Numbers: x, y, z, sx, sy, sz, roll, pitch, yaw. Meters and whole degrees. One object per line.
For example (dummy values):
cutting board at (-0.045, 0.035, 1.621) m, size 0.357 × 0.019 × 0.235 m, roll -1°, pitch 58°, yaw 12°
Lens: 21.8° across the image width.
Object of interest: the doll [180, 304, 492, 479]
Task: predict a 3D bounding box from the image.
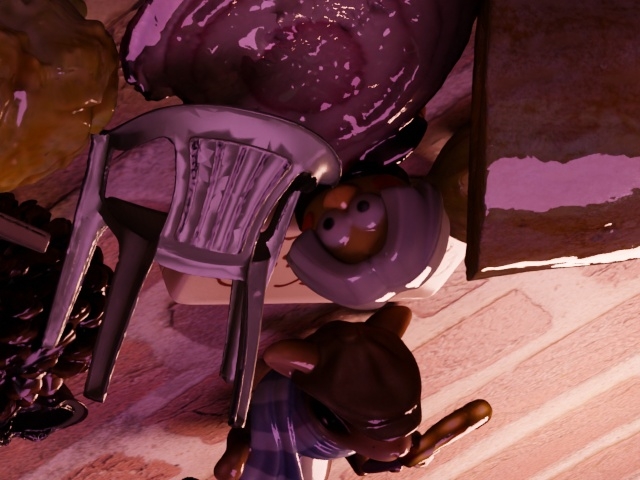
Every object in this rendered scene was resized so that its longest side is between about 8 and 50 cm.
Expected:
doll at (0.014, 0.242, 2.043) m, size 0.318 × 0.209 × 0.340 m, roll -2°, pitch 142°, yaw -33°

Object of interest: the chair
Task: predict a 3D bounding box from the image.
chair at (-0.106, 0.007, 1.421) m, size 0.203 × 0.190 × 0.274 m, roll 10°, pitch 101°, yaw -18°

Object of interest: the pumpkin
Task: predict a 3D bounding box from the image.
pumpkin at (0.227, -0.121, 1.439) m, size 0.199 × 0.332 × 0.332 m, roll 7°, pitch 146°, yaw 2°

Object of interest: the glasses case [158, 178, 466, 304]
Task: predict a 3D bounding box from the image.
glasses case at (0.000, 0.000, 1.786) m, size 0.336 × 0.076 × 0.144 m, roll 0°, pitch 144°, yaw -29°

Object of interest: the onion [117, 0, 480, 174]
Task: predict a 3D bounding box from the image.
onion at (-0.008, -0.210, 1.412) m, size 0.280 × 0.146 × 0.314 m, roll -47°, pitch 133°, yaw 14°

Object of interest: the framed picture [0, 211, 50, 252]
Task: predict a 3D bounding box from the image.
framed picture at (-0.410, -0.071, 1.333) m, size 0.335 × 0.247 × 0.022 m, roll 28°, pitch 81°, yaw -51°

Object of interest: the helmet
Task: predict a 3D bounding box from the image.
helmet at (-0.332, 0.182, 1.882) m, size 0.123 × 0.070 × 0.098 m, roll -12°, pitch 155°, yaw -26°

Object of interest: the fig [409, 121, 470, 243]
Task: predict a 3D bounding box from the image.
fig at (0.129, -0.062, 1.729) m, size 0.245 × 0.149 × 0.149 m, roll 0°, pitch 145°, yaw -11°

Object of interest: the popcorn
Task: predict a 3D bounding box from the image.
popcorn at (-0.273, -0.133, 1.329) m, size 0.204 × 0.183 × 0.221 m, roll -30°, pitch 149°, yaw 29°

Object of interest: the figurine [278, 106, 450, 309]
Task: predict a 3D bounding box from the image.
figurine at (0.036, -0.050, 1.575) m, size 0.176 × 0.236 × 0.133 m, roll -27°, pitch 148°, yaw 13°

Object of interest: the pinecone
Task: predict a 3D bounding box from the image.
pinecone at (-0.306, 0.051, 1.577) m, size 0.221 × 0.221 × 0.221 m, roll -15°, pitch 148°, yaw -9°
